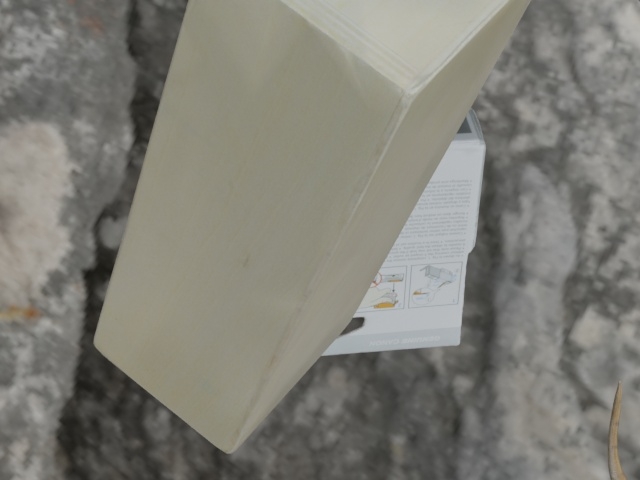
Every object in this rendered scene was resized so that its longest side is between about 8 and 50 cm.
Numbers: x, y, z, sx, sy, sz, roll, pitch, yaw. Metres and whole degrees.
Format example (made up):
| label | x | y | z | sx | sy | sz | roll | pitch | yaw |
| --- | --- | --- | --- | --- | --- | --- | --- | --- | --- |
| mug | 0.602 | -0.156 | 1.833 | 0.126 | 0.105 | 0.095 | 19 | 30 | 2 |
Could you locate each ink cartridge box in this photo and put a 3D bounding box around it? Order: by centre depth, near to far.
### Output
| label | x | y | z | sx | sy | sz | roll | pitch | yaw |
| --- | --- | --- | --- | --- | --- | --- | --- | --- | --- |
| ink cartridge box | 0.000 | 0.000 | 1.316 | 0.275 | 0.060 | 0.239 | -4 | 132 | -6 |

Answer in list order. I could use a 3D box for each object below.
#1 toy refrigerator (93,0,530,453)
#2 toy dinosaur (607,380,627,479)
| label | x | y | z | sx | sy | sz | roll | pitch | yaw |
| --- | --- | --- | --- | --- | --- | --- | --- | --- | --- |
| toy refrigerator | -0.014 | -0.029 | 0.594 | 0.102 | 0.094 | 0.269 | -47 | 169 | -34 |
| toy dinosaur | 0.218 | 0.202 | 0.909 | 0.112 | 0.211 | 0.064 | -30 | 159 | -42 |
